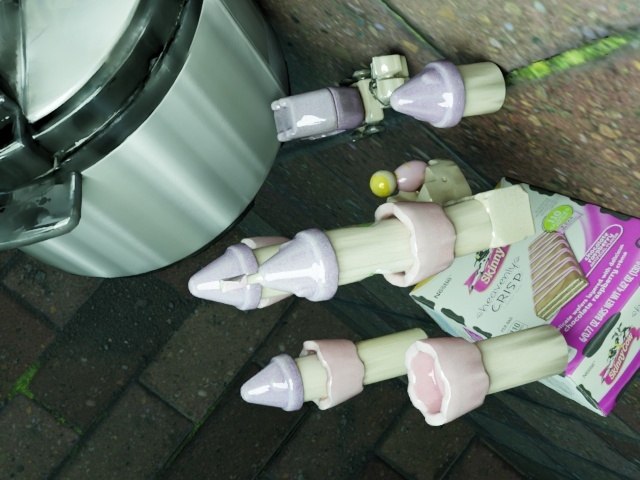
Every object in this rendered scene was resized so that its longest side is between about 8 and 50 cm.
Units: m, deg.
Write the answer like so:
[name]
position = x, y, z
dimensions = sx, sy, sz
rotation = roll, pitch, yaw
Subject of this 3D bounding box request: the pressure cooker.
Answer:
[pressure cooker]
position = -0.246, -0.187, 0.994
dimensions = 0.370, 0.375, 0.420
rotation = 34, 174, 22

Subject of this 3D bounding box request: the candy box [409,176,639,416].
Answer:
[candy box]
position = 0.211, 0.042, 0.999
dimensions = 0.071, 0.159, 0.233
rotation = 45, 169, -32

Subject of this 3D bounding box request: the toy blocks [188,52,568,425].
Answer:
[toy blocks]
position = 0.000, 0.000, 0.911
dimensions = 0.288, 0.260, 0.309
rotation = 166, 92, -67
